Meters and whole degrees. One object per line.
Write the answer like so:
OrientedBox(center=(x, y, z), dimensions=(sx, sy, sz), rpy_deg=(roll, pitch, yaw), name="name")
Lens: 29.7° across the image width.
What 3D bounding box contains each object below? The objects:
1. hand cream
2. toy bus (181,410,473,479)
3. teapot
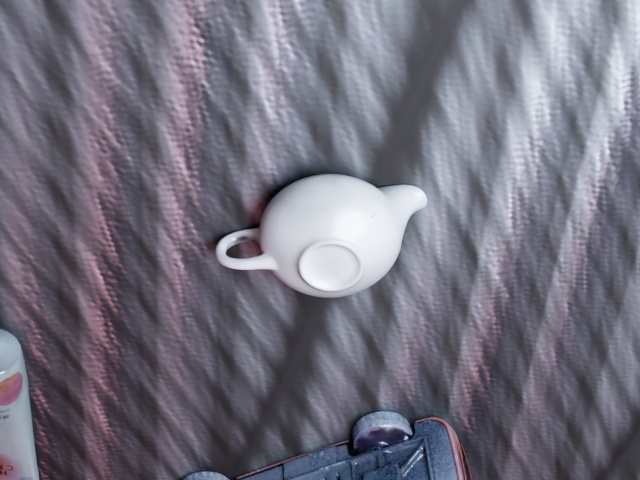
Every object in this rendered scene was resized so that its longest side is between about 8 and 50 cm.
OrientedBox(center=(-0.385, 0.215, 1.396), dimensions=(0.124, 0.077, 0.340), rpy_deg=(4, 131, -7), name="hand cream")
OrientedBox(center=(-0.003, 0.388, 1.462), dimensions=(0.427, 0.203, 0.233), rpy_deg=(-20, 129, 13), name="toy bus")
OrientedBox(center=(0.000, 0.000, 1.243), dimensions=(0.226, 0.092, 0.145), rpy_deg=(-8, 126, 7), name="teapot")
